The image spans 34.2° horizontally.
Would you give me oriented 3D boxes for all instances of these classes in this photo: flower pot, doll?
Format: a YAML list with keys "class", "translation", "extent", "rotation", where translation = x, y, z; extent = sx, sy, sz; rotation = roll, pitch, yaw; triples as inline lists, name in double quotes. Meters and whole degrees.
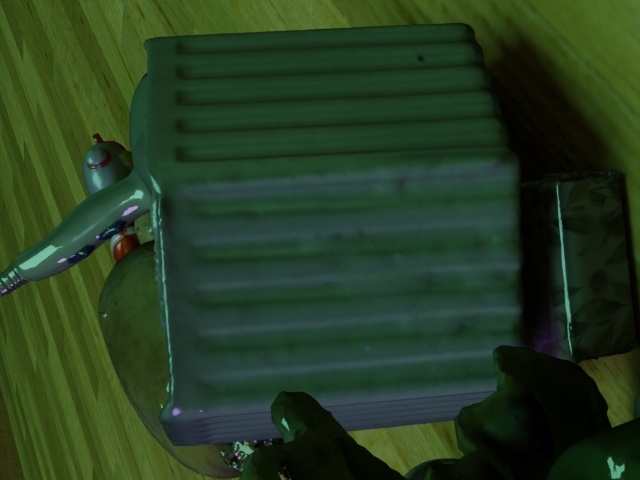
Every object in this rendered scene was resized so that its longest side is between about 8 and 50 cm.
- class: "flower pot"
  translation: [0.000, 0.000, 0.595]
  extent: [0.209, 0.190, 0.239]
  rotation: [-117, 25, -77]
- class: "doll"
  translation: [-0.244, -0.041, 1.300]
  extent: [0.142, 0.076, 0.245]
  rotation: [64, -177, -60]

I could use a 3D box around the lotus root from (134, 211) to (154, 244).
- class: "lotus root"
  translation: [-0.180, -0.009, 1.202]
  extent: [0.072, 0.063, 0.152]
  rotation: [98, 149, -54]

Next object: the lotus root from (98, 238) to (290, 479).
- class: "lotus root"
  translation: [-0.114, 0.121, 0.992]
  extent: [0.342, 0.151, 0.169]
  rotation: [49, 139, 50]

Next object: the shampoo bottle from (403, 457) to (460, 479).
- class: "shampoo bottle"
  translation: [0.075, 0.272, 0.708]
  extent: [0.085, 0.085, 0.262]
  rotation: [-130, 38, -49]

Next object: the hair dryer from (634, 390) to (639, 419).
- class: "hair dryer"
  translation: [0.191, 0.120, 0.472]
  extent: [0.063, 0.038, 0.124]
  rotation: [-30, 78, 66]

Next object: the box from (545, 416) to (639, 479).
- class: "box"
  translation: [0.196, 0.198, 0.302]
  extent: [0.253, 0.178, 0.328]
  rotation: [2, 100, 64]

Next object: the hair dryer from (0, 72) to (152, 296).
- class: "hair dryer"
  translation: [-0.149, 0.001, 0.954]
  extent: [0.298, 0.119, 0.296]
  rotation: [-51, 47, 0]

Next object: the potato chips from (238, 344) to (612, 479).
- class: "potato chips"
  translation: [0.060, 0.247, 0.414]
  extent: [0.097, 0.373, 0.389]
  rotation: [-1, 91, 30]

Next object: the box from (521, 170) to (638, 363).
- class: "box"
  translation: [0.129, 0.013, 0.548]
  extent: [0.062, 0.045, 0.098]
  rotation: [-174, 76, -65]
